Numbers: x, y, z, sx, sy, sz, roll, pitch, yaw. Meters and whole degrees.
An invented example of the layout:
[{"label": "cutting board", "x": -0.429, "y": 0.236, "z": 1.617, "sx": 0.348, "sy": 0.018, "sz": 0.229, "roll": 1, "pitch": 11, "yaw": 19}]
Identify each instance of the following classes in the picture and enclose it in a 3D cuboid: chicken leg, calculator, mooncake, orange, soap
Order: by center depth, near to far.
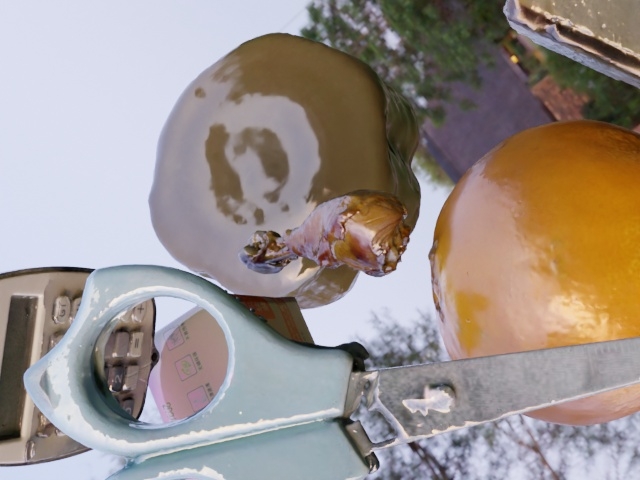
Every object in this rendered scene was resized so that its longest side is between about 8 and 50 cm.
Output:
[{"label": "calculator", "x": -0.235, "y": 0.111, "z": 0.788, "sx": 0.268, "sy": 0.040, "sz": 0.177, "roll": 11, "pitch": -93, "yaw": -58}, {"label": "orange", "x": 0.258, "y": 0.033, "z": 0.887, "sx": 0.312, "sy": 0.312, "sz": 0.312, "roll": 46, "pitch": -164, "yaw": -17}, {"label": "soap", "x": -0.081, "y": 0.171, "z": 0.963, "sx": 0.182, "sy": 0.138, "sz": 0.199, "roll": 9, "pitch": -127, "yaw": -65}, {"label": "chicken leg", "x": 0.002, "y": -0.002, "z": 1.003, "sx": 0.107, "sy": 0.251, "sz": 0.087, "roll": 46, "pitch": -128, "yaw": -31}, {"label": "mooncake", "x": -0.052, "y": -0.107, "z": 1.474, "sx": 0.467, "sy": 0.467, "sz": 0.262, "roll": 59, "pitch": -165, "yaw": 27}]

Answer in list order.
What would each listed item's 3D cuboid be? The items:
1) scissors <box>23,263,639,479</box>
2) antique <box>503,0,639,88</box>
[{"label": "scissors", "x": 0.036, "y": 0.080, "z": 0.417, "sx": 0.029, "sy": 0.360, "sz": 0.191, "roll": 61, "pitch": -163, "yaw": -82}, {"label": "antique", "x": 0.348, "y": -0.232, "z": 0.928, "sx": 0.284, "sy": 0.125, "sz": 0.150, "roll": 28, "pitch": -166, "yaw": 8}]
